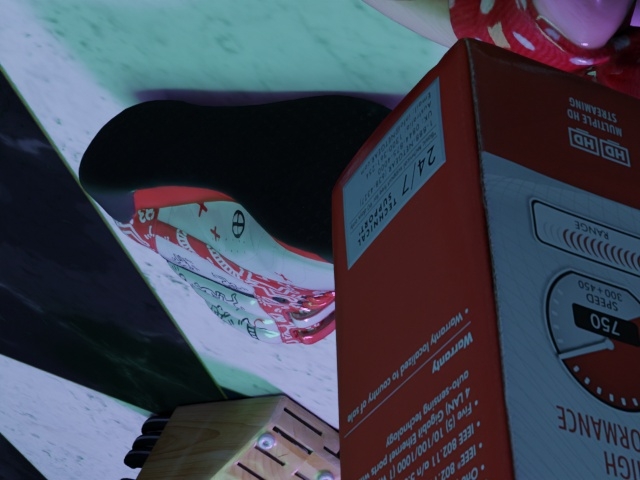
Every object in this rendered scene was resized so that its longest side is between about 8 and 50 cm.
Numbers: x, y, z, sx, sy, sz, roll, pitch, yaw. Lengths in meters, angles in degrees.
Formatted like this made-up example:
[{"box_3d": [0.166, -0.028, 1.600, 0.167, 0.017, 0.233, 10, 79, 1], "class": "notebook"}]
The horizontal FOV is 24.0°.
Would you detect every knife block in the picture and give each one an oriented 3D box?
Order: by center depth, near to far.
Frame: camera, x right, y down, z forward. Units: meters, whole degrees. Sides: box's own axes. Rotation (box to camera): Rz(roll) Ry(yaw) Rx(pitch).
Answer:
[{"box_3d": [-0.093, 0.194, 1.353, 0.088, 0.242, 0.276, 36, 111, -20], "class": "knife block"}]

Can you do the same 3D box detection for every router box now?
[{"box_3d": [0.170, 0.127, 0.419, 0.335, 0.301, 0.082, 16, 141, -24], "class": "router box"}]

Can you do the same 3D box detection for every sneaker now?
[{"box_3d": [0.000, -0.001, 0.804, 0.270, 0.090, 0.145, 10, 152, 44], "class": "sneaker"}]

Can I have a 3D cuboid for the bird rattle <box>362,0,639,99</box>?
[{"box_3d": [0.059, -0.115, 0.514, 0.207, 0.143, 0.253, 30, 173, 27], "class": "bird rattle"}]
